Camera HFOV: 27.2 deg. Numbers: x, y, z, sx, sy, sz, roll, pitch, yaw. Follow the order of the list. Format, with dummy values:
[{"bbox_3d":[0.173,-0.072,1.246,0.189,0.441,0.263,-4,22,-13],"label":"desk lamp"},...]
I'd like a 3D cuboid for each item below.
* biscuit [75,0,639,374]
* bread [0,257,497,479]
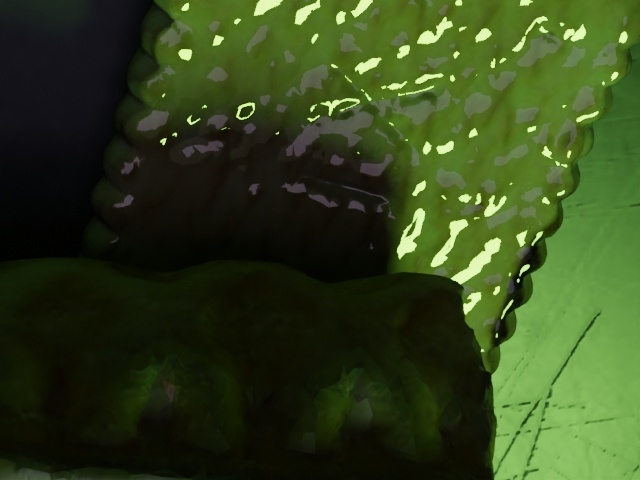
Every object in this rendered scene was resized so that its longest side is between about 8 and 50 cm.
[{"bbox_3d":[0.000,0.000,0.599,0.217,0.044,0.325,13,114,-13],"label":"biscuit"},{"bbox_3d":[-0.074,0.083,0.537,0.268,0.130,0.152,3,80,-10],"label":"bread"}]
